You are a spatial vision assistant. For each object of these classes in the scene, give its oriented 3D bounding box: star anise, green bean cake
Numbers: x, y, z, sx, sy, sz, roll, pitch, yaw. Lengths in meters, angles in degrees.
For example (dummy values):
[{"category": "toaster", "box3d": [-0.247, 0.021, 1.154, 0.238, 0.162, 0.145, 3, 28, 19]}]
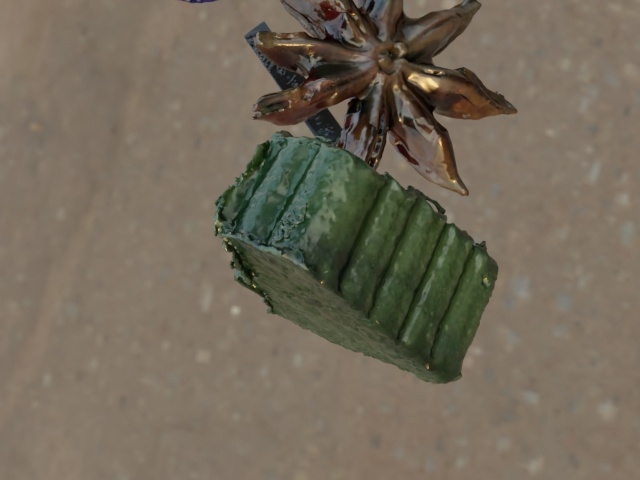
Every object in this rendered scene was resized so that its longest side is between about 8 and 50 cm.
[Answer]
[{"category": "star anise", "box3d": [0.043, -0.153, 1.732, 0.088, 0.288, 0.288, -34, 48, 56]}, {"category": "green bean cake", "box3d": [0.000, 0.000, 1.334, 0.193, 0.208, 0.107, 20, 79, 46]}]

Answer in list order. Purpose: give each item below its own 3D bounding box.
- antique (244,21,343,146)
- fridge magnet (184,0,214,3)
[{"category": "antique", "box3d": [-0.025, -0.165, 2.125, 0.031, 0.015, 0.192, -36, 62, 2]}, {"category": "fridge magnet", "box3d": [-0.132, -0.371, 1.963, 0.112, 0.265, 0.265, -53, -12, -71]}]
